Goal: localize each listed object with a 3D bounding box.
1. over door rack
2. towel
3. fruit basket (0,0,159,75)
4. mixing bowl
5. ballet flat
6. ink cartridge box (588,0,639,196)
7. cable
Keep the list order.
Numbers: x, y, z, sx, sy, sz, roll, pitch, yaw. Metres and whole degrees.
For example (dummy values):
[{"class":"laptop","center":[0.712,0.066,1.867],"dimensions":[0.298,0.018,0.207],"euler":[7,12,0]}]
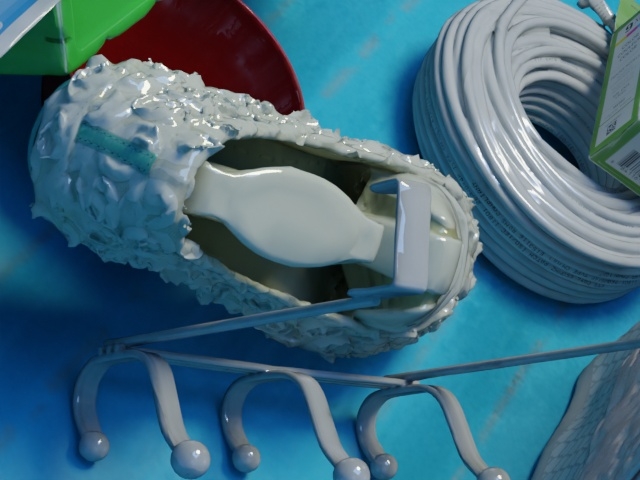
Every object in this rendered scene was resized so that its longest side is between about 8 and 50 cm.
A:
[{"class":"over door rack","center":[0.039,0.079,1.112],"dimensions":[0.239,0.324,0.108],"euler":[9,65,-36]},{"class":"towel","center":[0.224,0.090,1.258],"dimensions":[0.053,0.317,0.332],"euler":[36,41,0]},{"class":"fruit basket","center":[-0.240,-0.237,1.176],"dimensions":[0.353,0.165,0.327],"euler":[25,43,20]},{"class":"mixing bowl","center":[-0.111,-0.085,1.278],"dimensions":[0.181,0.098,0.181],"euler":[22,48,-26]},{"class":"ballet flat","center":[0.000,0.000,1.178],"dimensions":[0.409,0.147,0.147],"euler":[16,48,-51]},{"class":"ink cartridge box","center":[0.277,-0.115,1.520],"dimensions":[0.109,0.062,0.209],"euler":[34,43,-16]},{"class":"cable","center":[0.182,-0.073,1.524],"dimensions":[0.257,0.089,0.257],"euler":[-29,81,-48]}]
